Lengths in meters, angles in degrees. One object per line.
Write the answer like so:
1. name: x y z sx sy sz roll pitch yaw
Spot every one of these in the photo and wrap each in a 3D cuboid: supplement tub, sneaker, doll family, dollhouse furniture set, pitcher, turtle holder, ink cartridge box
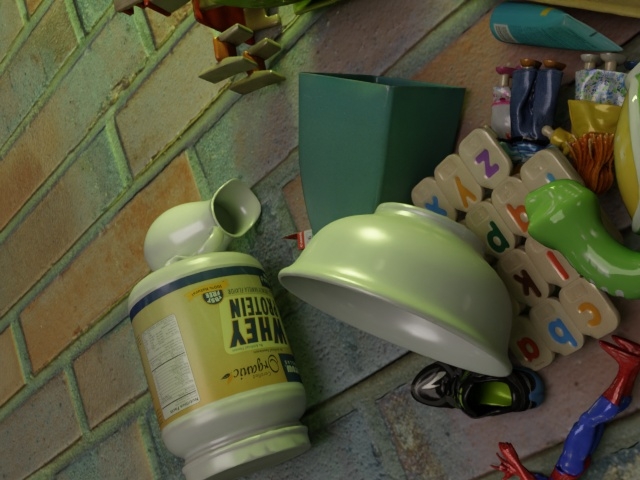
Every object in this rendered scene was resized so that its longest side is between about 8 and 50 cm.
1. supplement tub: -0.154 0.200 1.264 0.228 0.228 0.316 -34 67 36
2. sneaker: 0.191 0.190 1.053 0.188 0.078 0.067 -4 90 43
3. doll family: 0.277 -0.130 0.959 0.262 0.118 0.163 8 94 42
4. dollhouse furniture set: -0.188 -0.382 1.296 0.135 0.259 0.262 -16 76 31
5. pitcher: -0.215 0.003 1.370 0.207 0.178 0.125 -29 109 35
6. turtle holder: 0.384 -0.074 0.780 0.320 0.243 0.228 -43 68 47
7. ink cartridge box: 0.000 0.000 1.243 0.115 0.062 0.029 -14 77 42

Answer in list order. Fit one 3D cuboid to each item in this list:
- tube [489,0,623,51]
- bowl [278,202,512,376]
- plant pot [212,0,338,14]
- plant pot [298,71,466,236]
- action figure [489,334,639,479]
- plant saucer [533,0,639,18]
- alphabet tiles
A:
1. tube: 0.264 -0.249 0.953 0.052 0.080 0.207 -67 20 12
2. bowl: 0.108 0.045 0.975 0.297 0.298 0.134 12 74 42
3. plant pot: -0.021 -0.459 1.181 0.228 0.207 0.227 -7 84 41
4. plant pot: 0.071 -0.104 1.122 0.165 0.165 0.234 19 110 41
5. action figure: 0.273 0.235 0.972 0.139 0.091 0.281 24 104 33
6. plant saucer: 0.321 -0.438 0.957 0.332 0.081 0.333 25 106 41
7. alphabet tiles: 0.229 0.014 0.987 0.278 0.021 0.284 57 143 11
